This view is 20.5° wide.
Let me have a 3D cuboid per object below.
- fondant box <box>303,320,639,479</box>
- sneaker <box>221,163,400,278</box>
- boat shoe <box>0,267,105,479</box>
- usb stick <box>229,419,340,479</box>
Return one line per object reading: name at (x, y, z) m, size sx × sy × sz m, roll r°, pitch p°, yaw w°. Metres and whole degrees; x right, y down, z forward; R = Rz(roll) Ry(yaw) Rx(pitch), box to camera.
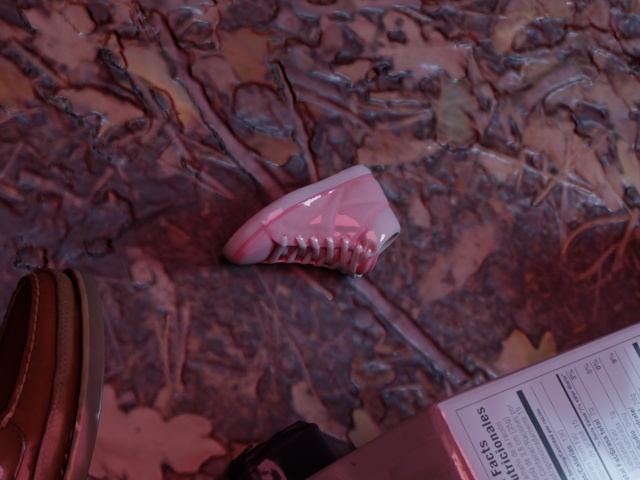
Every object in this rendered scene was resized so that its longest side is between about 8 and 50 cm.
fondant box at (0.132, 0.135, 1.085) m, size 0.330 × 0.238 × 0.096 m, roll -15°, pitch 75°, yaw -40°
sneaker at (0.000, 0.000, 1.231) m, size 0.134 × 0.051 × 0.070 m, roll -26°, pitch 75°, yaw -34°
boat shoe at (-0.201, 0.149, 1.048) m, size 0.104 × 0.111 × 0.307 m, roll 15°, pitch 63°, yaw -18°
usb stick at (0.042, 0.242, 1.151) m, size 0.077 × 0.045 × 0.278 m, roll -31°, pitch 83°, yaw -39°
